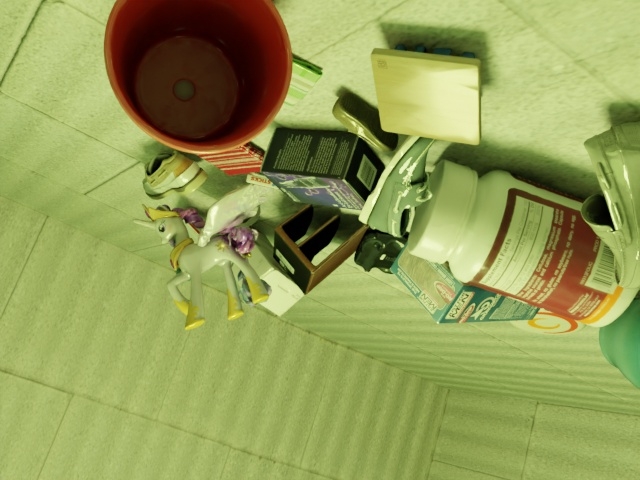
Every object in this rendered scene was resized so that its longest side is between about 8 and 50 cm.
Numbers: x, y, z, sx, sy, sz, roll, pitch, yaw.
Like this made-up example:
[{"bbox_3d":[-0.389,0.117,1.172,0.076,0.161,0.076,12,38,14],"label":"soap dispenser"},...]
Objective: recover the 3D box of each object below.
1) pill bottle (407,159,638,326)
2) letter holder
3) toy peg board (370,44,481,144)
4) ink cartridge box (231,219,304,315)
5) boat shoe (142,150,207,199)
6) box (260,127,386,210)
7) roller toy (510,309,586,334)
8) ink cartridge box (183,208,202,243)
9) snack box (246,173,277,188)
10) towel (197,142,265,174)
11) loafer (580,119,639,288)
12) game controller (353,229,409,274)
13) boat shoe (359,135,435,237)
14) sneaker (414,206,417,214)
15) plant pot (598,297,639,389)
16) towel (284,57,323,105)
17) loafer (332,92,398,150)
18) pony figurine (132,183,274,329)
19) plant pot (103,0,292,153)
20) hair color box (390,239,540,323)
[{"bbox_3d":[0.380,0.001,1.380,0.392,0.224,0.224,19,164,-3],"label":"pill bottle"},{"bbox_3d":[0.000,0.000,1.994,0.152,0.214,0.302,50,167,8],"label":"letter holder"},{"bbox_3d":[0.173,-0.240,1.123,0.161,0.079,0.160,12,147,21],"label":"toy peg board"},{"bbox_3d":[-0.194,0.068,2.200,0.283,0.117,0.207,52,-174,38],"label":"ink cartridge box"},{"bbox_3d":[-0.398,-0.179,1.902,0.103,0.113,0.302,50,153,-23],"label":"boat shoe"},{"bbox_3d":[0.007,-0.147,1.521,0.207,0.108,0.153,8,161,32],"label":"box"},{"bbox_3d":[0.548,0.134,1.774,0.191,0.146,0.209,24,153,-25],"label":"roller toy"},{"bbox_3d":[-0.361,-0.018,2.284,0.189,0.066,0.232,47,164,-8],"label":"ink cartridge box"},{"bbox_3d":[-0.088,-0.131,1.787,0.178,0.022,0.064,13,180,7],"label":"snack box"},{"bbox_3d":[-0.250,-0.227,1.684,0.275,0.031,0.199,32,159,-37],"label":"towel"},{"bbox_3d":[0.473,-0.046,1.169,0.112,0.112,0.319,-10,127,12],"label":"loafer"},{"bbox_3d":[0.188,0.034,2.027,0.167,0.067,0.319,3,165,-4],"label":"game controller"},{"bbox_3d":[0.166,-0.109,1.352,0.099,0.116,0.319,35,147,5],"label":"boat shoe"},{"bbox_3d":[0.254,-0.029,1.605,0.107,0.124,0.283,12,163,20],"label":"sneaker"},{"bbox_3d":[0.789,0.236,1.684,0.272,0.271,0.255,23,178,-14],"label":"plant pot"},{"bbox_3d":[-0.070,-0.291,1.296,0.113,0.023,0.152,21,162,-17],"label":"towel"},{"bbox_3d":[0.081,-0.213,1.326,0.148,0.056,0.050,38,158,-24],"label":"loafer"},{"bbox_3d":[-0.271,0.020,1.914,0.351,0.363,0.303,-20,164,-18],"label":"pony figurine"},{"bbox_3d":[-0.200,-0.259,1.146,0.275,0.274,0.243,23,174,-15],"label":"plant pot"},{"bbox_3d":[0.336,0.083,1.586,0.347,0.105,0.174,3,-145,-42],"label":"hair color box"}]
